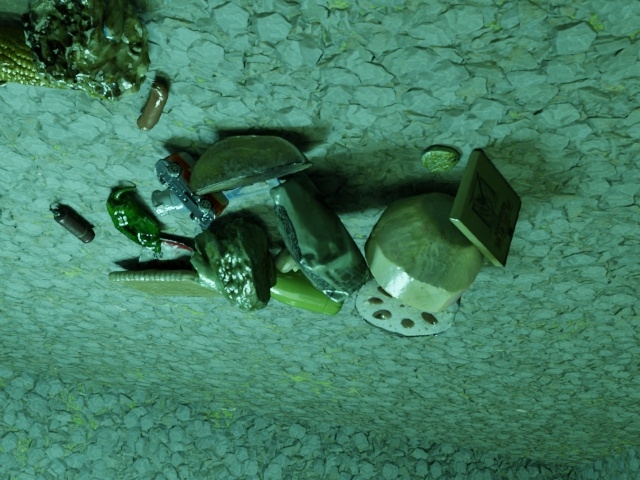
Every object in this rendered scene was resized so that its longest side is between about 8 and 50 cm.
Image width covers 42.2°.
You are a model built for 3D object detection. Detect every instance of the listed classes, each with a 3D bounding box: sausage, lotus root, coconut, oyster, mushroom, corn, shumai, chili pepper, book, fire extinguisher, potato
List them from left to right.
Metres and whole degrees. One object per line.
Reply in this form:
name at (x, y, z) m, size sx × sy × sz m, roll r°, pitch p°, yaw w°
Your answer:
corn at (-0.457, -0.313, 1.468) m, size 0.293 × 0.106 × 0.106 m, roll 8°, pitch 154°, yaw -1°
fire extinguisher at (-0.640, -0.047, 2.113) m, size 0.078 × 0.045 × 0.157 m, roll 18°, pitch 162°, yaw 29°
oyster at (-0.377, -0.324, 1.365) m, size 0.222 × 0.083 × 0.214 m, roll 25°, pitch 122°, yaw -30°
chili pepper at (-0.457, -0.048, 2.034) m, size 0.100 × 0.074 × 0.257 m, roll -1°, pitch 155°, yaw 15°
sausage at (-0.324, -0.260, 1.611) m, size 0.042 × 0.036 × 0.158 m, roll -20°, pitch 167°, yaw -29°
shumai at (-0.229, 0.062, 2.060) m, size 0.218 × 0.189 × 0.256 m, roll 6°, pitch 135°, yaw 16°
potato at (-0.147, -0.170, 1.722) m, size 0.261 × 0.100 × 0.120 m, roll -14°, pitch 179°, yaw 8°
mushroom at (-0.077, 0.047, 2.120) m, size 0.067 × 0.083 × 0.083 m, roll 51°, pitch 141°, yaw -6°
lotus root at (0.223, 0.103, 2.052) m, size 0.272 × 0.192 × 0.272 m, roll 9°, pitch 145°, yaw 6°
coconut at (0.227, 0.029, 1.816) m, size 0.259 × 0.259 × 0.259 m, roll 5°, pitch 154°, yaw 3°
book at (0.347, -0.061, 1.715) m, size 0.026 × 0.161 × 0.231 m, roll 6°, pitch 159°, yaw 39°

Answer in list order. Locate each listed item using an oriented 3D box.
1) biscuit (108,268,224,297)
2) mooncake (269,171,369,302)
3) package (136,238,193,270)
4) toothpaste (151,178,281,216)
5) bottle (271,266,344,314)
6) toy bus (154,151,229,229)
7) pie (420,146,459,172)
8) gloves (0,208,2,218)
biscuit at (-0.417, 0.119, 2.334) m, size 0.324 × 0.044 × 0.217 m, roll -3°, pitch 160°, yaw 36°
mooncake at (-0.004, 0.003, 1.825) m, size 0.136 × 0.250 × 0.254 m, roll -32°, pitch 148°, yaw 2°
package at (-0.419, 0.046, 2.258) m, size 0.154 × 0.030 × 0.239 m, roll 13°, pitch 154°, yaw -8°
toothpaste at (-0.237, -0.117, 1.856) m, size 0.299 × 0.073 × 0.114 m, roll -13°, pitch 140°, yaw 21°
bottle at (-0.065, 0.123, 2.236) m, size 0.260 × 0.112 × 0.112 m, roll 16°, pitch 152°, yaw -17°
toy bus at (-0.275, -0.114, 1.779) m, size 0.174 × 0.077 × 0.079 m, roll 50°, pitch 145°, yaw -1°
pie at (0.243, -0.164, 1.692) m, size 0.085 × 0.017 × 0.085 m, roll 4°, pitch 154°, yaw 2°
gloves at (-0.825, -0.103, 1.970) m, size 0.097 × 0.119 × 0.229 m, roll -26°, pitch 158°, yaw -19°
